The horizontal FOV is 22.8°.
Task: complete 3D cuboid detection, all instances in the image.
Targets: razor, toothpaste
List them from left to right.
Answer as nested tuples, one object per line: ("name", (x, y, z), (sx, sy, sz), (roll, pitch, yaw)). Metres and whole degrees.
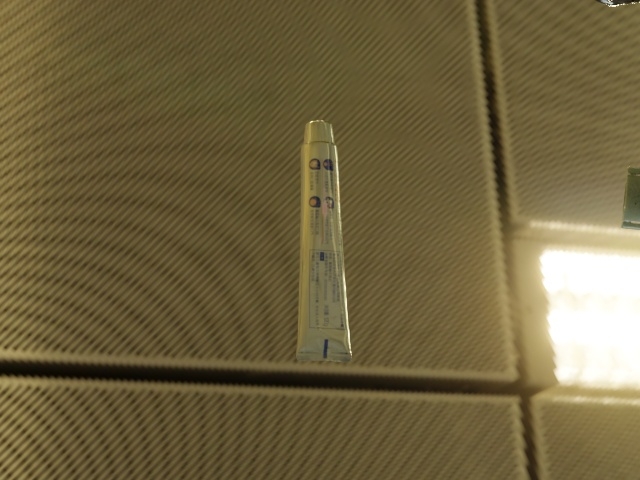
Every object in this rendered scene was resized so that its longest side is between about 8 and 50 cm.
("toothpaste", (0.000, 0.000, 1.408), (0.052, 0.033, 0.218), (3, -105, -17))
("razor", (0.377, -0.045, 1.761), (0.106, 0.232, 0.068), (7, -87, 3))

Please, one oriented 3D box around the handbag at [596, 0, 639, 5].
("handbag", (0.310, -0.313, 1.712), (0.244, 0.275, 0.088), (14, -91, -26))
